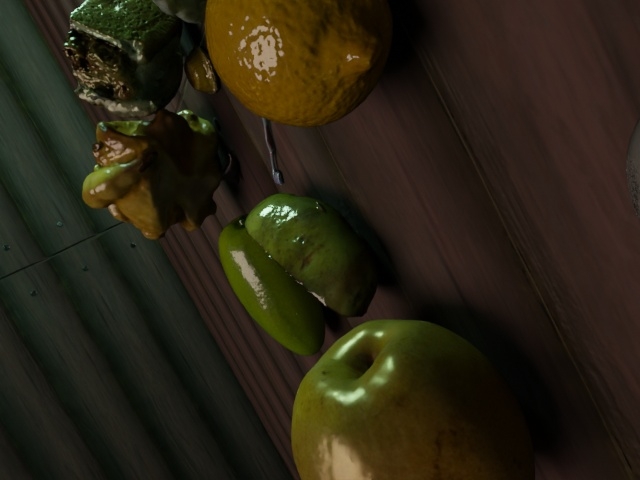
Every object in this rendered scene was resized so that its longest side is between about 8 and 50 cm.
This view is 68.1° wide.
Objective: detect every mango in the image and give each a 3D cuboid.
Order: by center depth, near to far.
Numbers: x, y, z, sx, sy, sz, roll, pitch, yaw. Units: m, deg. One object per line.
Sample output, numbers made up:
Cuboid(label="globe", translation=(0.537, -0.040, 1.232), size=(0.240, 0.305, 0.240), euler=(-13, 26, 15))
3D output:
Cuboid(label="mango", translation=(-0.095, 0.102, 1.008), size=(0.343, 0.156, 0.192), euler=(63, 156, -10))

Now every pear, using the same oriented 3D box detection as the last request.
Cuboid(label="pear", translation=(0.118, 0.261, 0.625), size=(0.314, 0.314, 0.314), euler=(43, 151, 32))

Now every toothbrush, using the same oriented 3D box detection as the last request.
Cuboid(label="toothbrush", translation=(-0.092, -0.183, 0.859), size=(0.019, 0.013, 0.193), euler=(29, 142, 38))

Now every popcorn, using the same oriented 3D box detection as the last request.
Cuboid(label="popcorn", translation=(-0.355, -0.159, 1.049), size=(0.281, 0.297, 0.316), euler=(17, 166, 36))

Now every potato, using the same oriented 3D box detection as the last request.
Cuboid(label="potato", translation=(0.000, 0.000, 0.768), size=(0.271, 0.160, 0.111), euler=(40, 107, 32))

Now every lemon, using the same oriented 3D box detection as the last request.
Cuboid(label="lemon", translation=(-0.026, -0.216, 0.494), size=(0.244, 0.186, 0.187), euler=(41, 150, 43))

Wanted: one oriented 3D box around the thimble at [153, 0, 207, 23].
Cuboid(label="thimble", translation=(-0.135, -0.368, 0.508), size=(0.172, 0.205, 0.250), euler=(61, 154, -5))

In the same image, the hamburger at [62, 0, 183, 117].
Cuboid(label="hamburger", translation=(-0.350, -0.371, 0.912), size=(0.192, 0.288, 0.168), euler=(27, 152, -8))

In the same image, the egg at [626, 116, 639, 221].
Cuboid(label="egg", translation=(0.254, -0.016, 0.234), size=(0.199, 0.146, 0.146), euler=(54, 156, 28))

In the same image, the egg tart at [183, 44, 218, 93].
Cuboid(label="egg tart", translation=(-0.243, -0.336, 0.949), size=(0.105, 0.039, 0.105), euler=(44, 153, 29))
